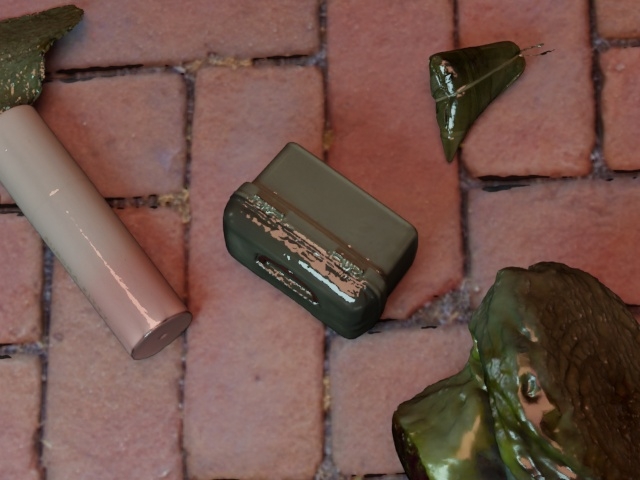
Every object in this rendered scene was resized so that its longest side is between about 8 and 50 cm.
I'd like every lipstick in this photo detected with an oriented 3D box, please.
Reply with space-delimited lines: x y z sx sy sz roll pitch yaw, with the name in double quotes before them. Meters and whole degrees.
"lipstick" -0.278 -0.012 1.854 0.087 0.087 0.327 -38 75 -5

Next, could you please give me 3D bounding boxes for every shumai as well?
"shumai" 0.222 0.202 1.719 0.263 0.304 0.309 -28 61 34

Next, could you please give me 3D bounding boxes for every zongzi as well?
"zongzi" 0.208 -0.169 1.881 0.154 0.062 0.130 -12 94 -14

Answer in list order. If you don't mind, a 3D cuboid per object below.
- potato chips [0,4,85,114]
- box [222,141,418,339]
"potato chips" -0.393 -0.221 1.942 0.167 0.059 0.228 30 79 23
"box" 0.000 0.000 1.796 0.210 0.148 0.129 36 73 12
